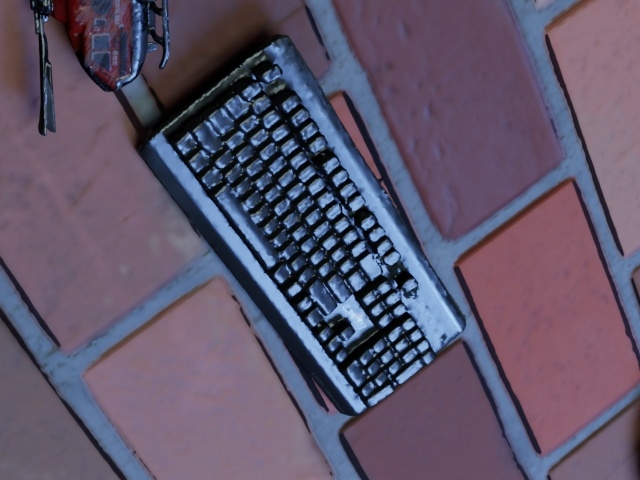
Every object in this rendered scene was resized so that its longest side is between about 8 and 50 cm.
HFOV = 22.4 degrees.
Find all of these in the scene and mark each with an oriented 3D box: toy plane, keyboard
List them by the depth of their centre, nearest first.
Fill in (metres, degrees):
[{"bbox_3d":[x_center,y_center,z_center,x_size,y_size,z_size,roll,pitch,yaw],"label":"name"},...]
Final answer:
[{"bbox_3d":[-0.098,-0.116,0.688,0.060,0.037,0.145,-11,125,-16],"label":"toy plane"},{"bbox_3d":[0.000,0.000,0.821,0.094,0.025,0.230,-40,130,-5],"label":"keyboard"}]
